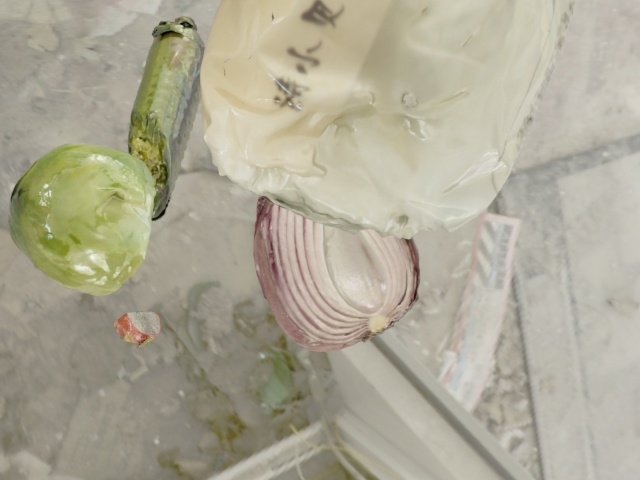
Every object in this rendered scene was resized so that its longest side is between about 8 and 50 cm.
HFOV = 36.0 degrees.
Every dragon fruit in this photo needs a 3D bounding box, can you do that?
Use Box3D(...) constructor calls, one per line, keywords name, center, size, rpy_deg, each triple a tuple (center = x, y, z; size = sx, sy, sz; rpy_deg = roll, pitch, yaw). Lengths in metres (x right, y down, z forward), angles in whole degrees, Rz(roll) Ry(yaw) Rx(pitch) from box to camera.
Box3D(name="dragon fruit", center=(-0.327, 0.163, 1.768), size=(0.056, 0.060, 0.083), rpy_deg=(-38, 159, 21))

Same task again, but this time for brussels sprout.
Box3D(name="brussels sprout", center=(-0.243, -0.024, 0.974), size=(0.122, 0.149, 0.152), rpy_deg=(16, 94, -34))

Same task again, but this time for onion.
Box3D(name="onion", center=(0.000, 0.000, 1.278), size=(0.227, 0.120, 0.284), rpy_deg=(-16, 88, -36))

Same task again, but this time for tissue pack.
Box3D(name="tissue pack", center=(0.065, -0.196, 0.631), size=(0.195, 0.390, 0.376), rpy_deg=(22, 95, -5))

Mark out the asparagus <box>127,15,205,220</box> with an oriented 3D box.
Box3D(name="asparagus", center=(-0.267, -0.216, 1.672), size=(0.108, 0.382, 0.128), rpy_deg=(1, 144, 11))
